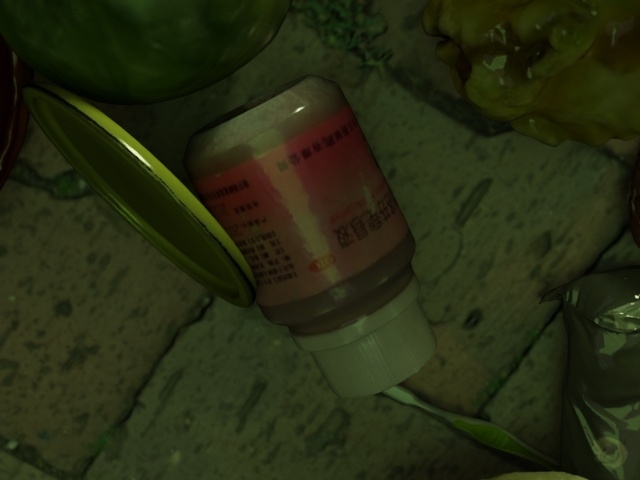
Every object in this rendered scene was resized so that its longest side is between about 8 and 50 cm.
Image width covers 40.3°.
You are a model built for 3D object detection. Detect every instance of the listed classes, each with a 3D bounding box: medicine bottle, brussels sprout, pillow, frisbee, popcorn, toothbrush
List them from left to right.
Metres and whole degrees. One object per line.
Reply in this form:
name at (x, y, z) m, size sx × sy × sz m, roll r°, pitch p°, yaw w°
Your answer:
brussels sprout at (-0.127, -0.217, 0.621) m, size 0.244 × 0.244 × 0.244 m, roll 0°, pitch 105°, yaw -1°
frisbee at (-0.135, -0.033, 0.663) m, size 0.236 × 0.236 × 0.017 m, roll 45°, pitch 75°, yaw -11°
medicine bottle at (0.000, 0.000, 0.711) m, size 0.147 × 0.147 × 0.247 m, roll -27°, pitch 103°, yaw 6°
toothbrush at (0.169, 0.189, 0.820) m, size 0.263 × 0.026 × 0.022 m, roll 27°, pitch 95°, yaw -7°
popcorn at (0.179, -0.181, 0.661) m, size 0.203 × 0.200 × 0.226 m, roll -15°, pitch 140°, yaw 30°
pillow at (0.288, 0.148, 0.788) m, size 0.169 × 0.059 × 0.255 m, roll -5°, pitch 101°, yaw -6°

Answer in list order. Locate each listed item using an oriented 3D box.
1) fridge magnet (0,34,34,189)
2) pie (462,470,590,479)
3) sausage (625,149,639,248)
fridge magnet at (-0.405, -0.137, 0.661) m, size 0.364 × 0.155 × 0.363 m, roll 0°, pitch 103°, yaw -1°
pie at (0.170, 0.347, 0.807) m, size 0.339 × 0.077 × 0.339 m, roll 3°, pitch 119°, yaw 5°
sausage at (0.324, -0.130, 0.717) m, size 0.078 × 0.078 × 0.304 m, roll 15°, pitch 105°, yaw -5°
